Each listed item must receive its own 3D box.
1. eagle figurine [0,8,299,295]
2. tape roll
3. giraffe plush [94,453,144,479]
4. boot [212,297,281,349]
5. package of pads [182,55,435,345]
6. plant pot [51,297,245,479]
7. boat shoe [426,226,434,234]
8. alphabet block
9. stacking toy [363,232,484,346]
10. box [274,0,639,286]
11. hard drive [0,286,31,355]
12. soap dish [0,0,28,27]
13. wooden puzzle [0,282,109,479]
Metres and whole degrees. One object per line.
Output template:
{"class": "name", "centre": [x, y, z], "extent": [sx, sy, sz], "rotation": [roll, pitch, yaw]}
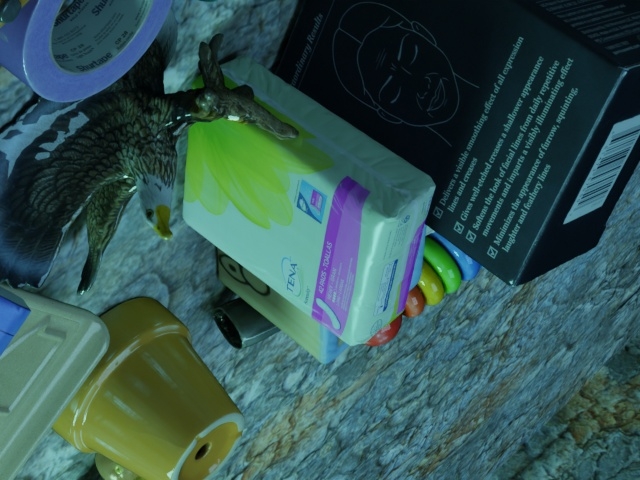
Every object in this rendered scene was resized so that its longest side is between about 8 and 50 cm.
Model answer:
{"class": "eagle figurine", "centre": [-0.205, -0.078, 1.666], "extent": [0.298, 0.225, 0.226], "rotation": [-29, 119, 20]}
{"class": "tape roll", "centre": [-0.224, -0.226, 1.498], "extent": [0.189, 0.080, 0.189], "rotation": [-42, 154, -25]}
{"class": "giraffe plush", "centre": [-0.234, 0.311, 2.150], "extent": [0.210, 0.181, 0.170], "rotation": [-32, 137, -41]}
{"class": "boot", "centre": [-0.047, 0.071, 2.218], "extent": [0.208, 0.189, 0.076], "rotation": [-28, 107, -12]}
{"class": "package of pads", "centre": [-0.022, -0.042, 1.851], "extent": [0.101, 0.296, 0.229], "rotation": [-37, 153, -35]}
{"class": "plant pot", "centre": [-0.201, 0.205, 2.006], "extent": [0.205, 0.188, 0.205], "rotation": [-41, 154, -25]}
{"class": "boat shoe", "centre": [0.158, -0.097, 2.369], "extent": [0.088, 0.096, 0.267], "rotation": [-40, 162, -37]}
{"class": "alphabet block", "centre": [0.000, 0.000, 2.077], "extent": [0.193, 0.197, 0.192], "rotation": [-39, 154, -27]}
{"class": "stacking toy", "centre": [0.171, 0.040, 2.547], "extent": [0.330, 0.141, 0.141], "rotation": [-40, 154, -15]}
{"class": "box", "centre": [0.178, -0.190, 1.885], "extent": [0.212, 0.395, 0.293], "rotation": [-22, 143, -51]}
{"class": "hard drive", "centre": [-0.447, 0.148, 1.542], "extent": [0.210, 0.040, 0.318], "rotation": [32, 95, -36]}
{"class": "soap dish", "centre": [-0.235, -0.321, 1.296], "extent": [0.291, 0.118, 0.229], "rotation": [-48, 156, -14]}
{"class": "wooden puzzle", "centre": [-0.415, 0.170, 1.718], "extent": [0.322, 0.080, 0.348], "rotation": [-54, 152, 3]}
